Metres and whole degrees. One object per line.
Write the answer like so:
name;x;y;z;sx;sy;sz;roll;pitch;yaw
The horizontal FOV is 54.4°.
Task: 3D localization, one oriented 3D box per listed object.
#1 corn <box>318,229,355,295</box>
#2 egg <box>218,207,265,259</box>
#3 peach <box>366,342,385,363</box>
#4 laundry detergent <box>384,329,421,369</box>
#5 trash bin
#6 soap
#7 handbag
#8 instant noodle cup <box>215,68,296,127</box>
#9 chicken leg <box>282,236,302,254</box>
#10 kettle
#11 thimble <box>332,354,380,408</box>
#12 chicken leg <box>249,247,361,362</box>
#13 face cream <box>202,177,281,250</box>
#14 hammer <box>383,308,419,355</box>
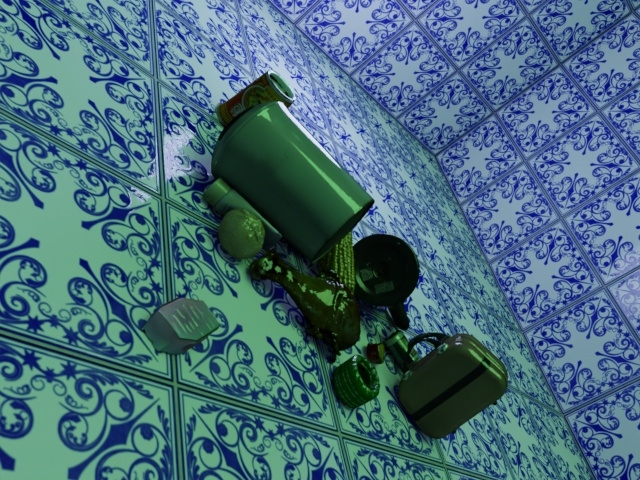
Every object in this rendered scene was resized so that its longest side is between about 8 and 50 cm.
corn;0.044;0.041;1.856;0.115;0.115;0.317;26;56;-47
egg;-0.197;-0.015;1.563;0.118;0.116;0.140;-132;-152;-53
peach;0.163;0.326;1.848;0.083;0.050;0.077;-72;147;-51
laundry detergent;0.290;0.394;1.971;0.225;0.070;0.099;57;3;5
trash bin;-0.089;-0.170;1.690;0.432;0.280;0.280;44;22;7
soap;-0.277;0.166;1.234;0.100;0.056;0.149;53;23;5
handbag;0.360;0.398;1.821;0.283;0.302;0.149;50;21;5
instant noodle cup;-0.199;-0.437;2.020;0.193;0.212;0.193;41;26;-26
chicken leg;-0.095;-0.047;1.854;0.228;0.088;0.103;41;36;-14
kettle;0.225;0.140;2.027;0.324;0.229;0.320;25;43;-80
thimble;0.093;0.364;1.615;0.118;0.090;0.130;53;23;3
chicken leg;-0.013;0.139;1.667;0.361;0.140;0.211;51;31;-15
face cream;-0.205;-0.063;1.632;0.224;0.114;0.070;45;55;-4
hammer;0.261;0.317;2.092;0.060;0.028;0.195;-6;59;-56
